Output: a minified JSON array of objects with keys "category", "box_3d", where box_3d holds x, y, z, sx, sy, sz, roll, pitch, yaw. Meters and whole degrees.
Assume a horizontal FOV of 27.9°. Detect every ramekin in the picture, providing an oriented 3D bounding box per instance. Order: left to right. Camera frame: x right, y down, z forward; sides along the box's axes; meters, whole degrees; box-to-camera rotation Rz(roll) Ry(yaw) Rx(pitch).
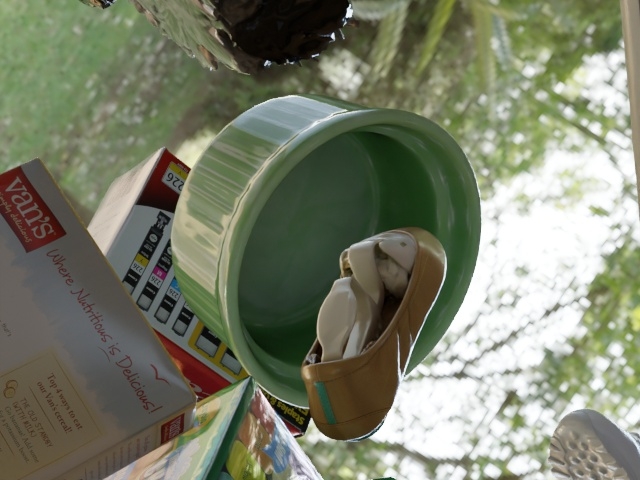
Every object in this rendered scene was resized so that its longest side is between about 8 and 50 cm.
[{"category":"ramekin","box_3d":[0.000,0.000,1.281,0.148,0.303,0.303,29,-96,48]}]

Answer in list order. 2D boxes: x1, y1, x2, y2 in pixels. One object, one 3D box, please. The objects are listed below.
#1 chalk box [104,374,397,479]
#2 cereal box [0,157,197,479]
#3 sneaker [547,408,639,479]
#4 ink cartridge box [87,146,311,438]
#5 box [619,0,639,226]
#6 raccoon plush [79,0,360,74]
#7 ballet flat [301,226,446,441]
[{"category":"chalk box","box_3d":[-0.082,0.230,0.894,0.289,0.179,0.180,-30,-167,17]},{"category":"cereal box","box_3d":[-0.207,0.077,0.652,0.240,0.173,0.047,-27,157,-22]},{"category":"sneaker","box_3d":[0.296,0.222,1.217,0.090,0.235,0.095,3,-129,48]},{"category":"ink cartridge box","box_3d":[-0.143,0.101,1.481,0.130,0.309,0.271,-26,-146,48]},{"category":"box","box_3d":[0.257,-0.102,0.695,0.127,0.149,0.232,-44,135,-36]},{"category":"raccoon plush","box_3d":[-0.034,-0.281,0.718,0.299,0.216,0.446,-41,-144,-12]},{"category":"ballet flat","box_3d":[0.039,0.042,0.921,0.080,0.073,0.232,-14,-149,23]}]
